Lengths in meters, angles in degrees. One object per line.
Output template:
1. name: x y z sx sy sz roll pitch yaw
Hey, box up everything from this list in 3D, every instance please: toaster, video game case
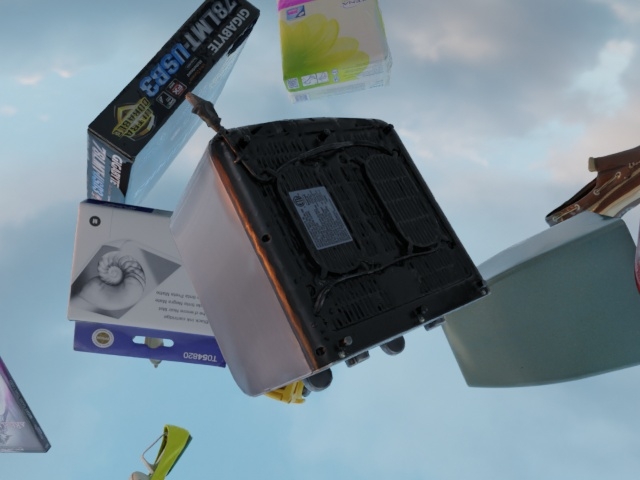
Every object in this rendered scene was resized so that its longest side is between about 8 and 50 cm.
1. toaster: 0.000 0.000 0.388 0.168 0.110 0.185 -15 -109 -41
2. video game case: -0.691 0.329 1.134 0.196 0.274 0.026 -6 -155 16

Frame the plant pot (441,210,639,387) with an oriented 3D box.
1. plant pot: 0.276 0.088 0.708 0.234 0.165 0.166 -24 -179 13

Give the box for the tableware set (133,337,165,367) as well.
1. tableware set: -0.323 0.142 1.019 0.020 0.168 0.141 -11 -132 11

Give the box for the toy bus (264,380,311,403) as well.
1. toy bus: -0.091 0.287 1.360 0.150 0.211 0.220 16 -98 16

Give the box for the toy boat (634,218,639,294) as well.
1. toy boat: 0.319 -0.011 0.413 0.151 0.151 0.231 11 -115 23

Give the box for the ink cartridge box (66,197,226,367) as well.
1. ink cartridge box: -0.221 0.069 0.754 0.224 0.223 0.045 8 -167 -9

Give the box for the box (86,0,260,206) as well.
1. box: -0.226 -0.180 0.810 0.073 0.293 0.295 35 -117 -9

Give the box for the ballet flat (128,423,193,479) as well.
1. ballet flat: -0.344 0.477 1.133 0.077 0.077 0.231 37 -141 -11

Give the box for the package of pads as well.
1. package of pads: 0.029 -0.445 1.213 0.229 0.101 0.296 -9 -121 6

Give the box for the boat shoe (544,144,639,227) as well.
1. boat shoe: 0.451 -0.097 0.845 0.095 0.257 0.095 40 -155 7
